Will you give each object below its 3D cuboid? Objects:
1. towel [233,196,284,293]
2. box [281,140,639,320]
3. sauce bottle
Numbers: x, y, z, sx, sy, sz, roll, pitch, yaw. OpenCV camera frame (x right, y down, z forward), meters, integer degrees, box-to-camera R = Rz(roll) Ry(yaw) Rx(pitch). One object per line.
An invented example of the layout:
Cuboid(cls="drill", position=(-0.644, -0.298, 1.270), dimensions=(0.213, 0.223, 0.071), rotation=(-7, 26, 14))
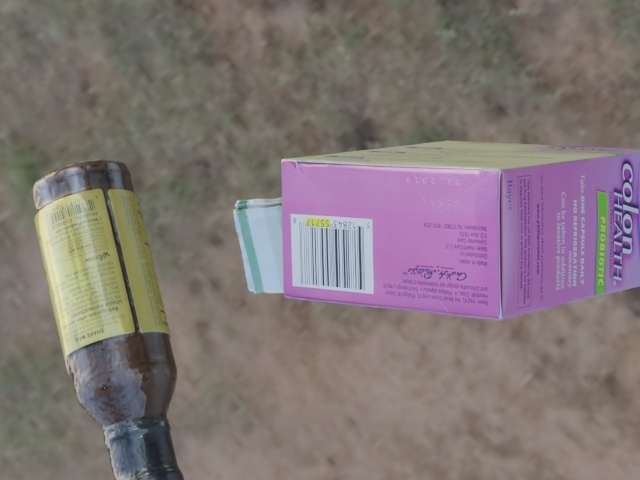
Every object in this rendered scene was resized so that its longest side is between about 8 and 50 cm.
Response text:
Cuboid(cls="towel", position=(0.000, 0.000, 1.639), dimensions=(0.152, 0.023, 0.113), rotation=(-5, 130, 5))
Cuboid(cls="box", position=(0.124, -0.015, 1.435), dimensions=(0.213, 0.243, 0.117), rotation=(4, 99, 38))
Cuboid(cls="sauce bottle", position=(-0.205, 0.095, 1.725), dimensions=(0.111, 0.111, 0.344), rotation=(-36, 63, 54))
